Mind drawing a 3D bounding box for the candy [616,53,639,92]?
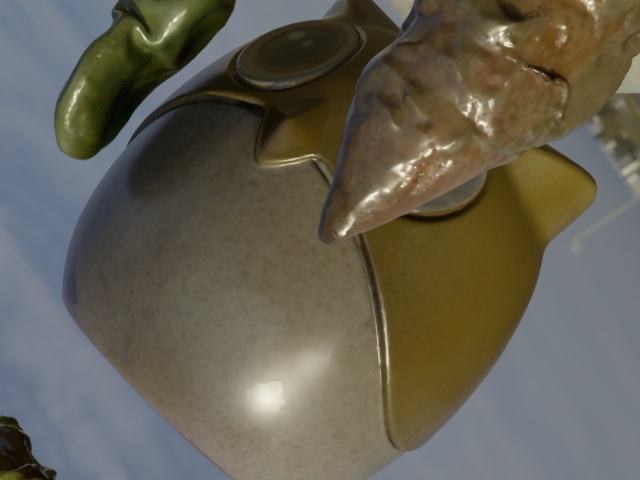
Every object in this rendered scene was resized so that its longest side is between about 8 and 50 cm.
[{"bbox_3d":[0.213,-0.237,1.322,0.295,0.185,0.295,39,-177,-2],"label":"candy"}]

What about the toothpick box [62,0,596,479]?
[{"bbox_3d":[0.000,0.000,1.509,0.409,0.425,0.409,44,177,3],"label":"toothpick box"}]

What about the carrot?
[{"bbox_3d":[0.085,-0.100,0.621,0.102,0.263,0.102,41,173,6],"label":"carrot"}]

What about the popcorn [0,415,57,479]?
[{"bbox_3d":[-0.313,0.229,1.287,0.204,0.183,0.221,14,-163,-22],"label":"popcorn"}]

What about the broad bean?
[{"bbox_3d":[-0.162,-0.162,1.403,0.072,0.206,0.153,44,-173,14],"label":"broad bean"}]
